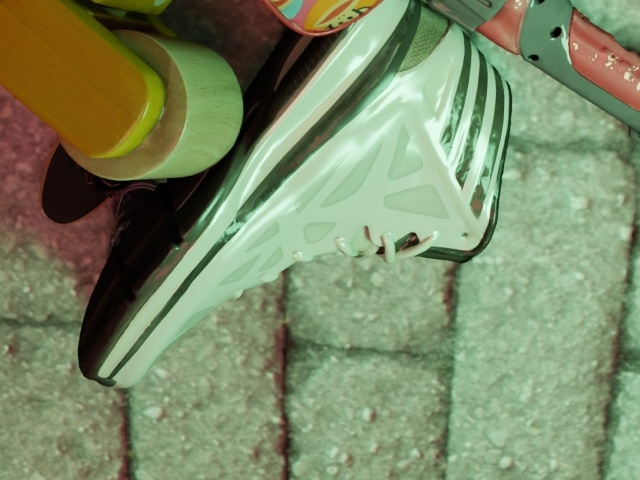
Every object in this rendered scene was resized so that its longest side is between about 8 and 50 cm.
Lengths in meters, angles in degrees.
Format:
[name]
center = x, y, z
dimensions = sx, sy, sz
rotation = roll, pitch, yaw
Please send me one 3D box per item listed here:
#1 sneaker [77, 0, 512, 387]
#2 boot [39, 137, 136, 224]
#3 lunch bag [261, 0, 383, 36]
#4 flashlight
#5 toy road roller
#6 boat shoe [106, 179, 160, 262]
[sneaker]
center = 0.000, 0.000, 1.520
dimensions = 0.257, 0.169, 0.447
rotation = 37, 100, -20
[boot]
center = -0.205, -0.061, 1.565
dimensions = 0.077, 0.137, 0.198
rotation = 32, 122, -14
[lunch bag]
center = 0.019, -0.319, 1.293
dimensions = 0.293, 0.120, 0.258
rotation = -39, 136, 7
[flashlight]
center = 0.238, -0.166, 1.472
dimensions = 0.304, 0.103, 0.103
rotation = 29, 93, -15
[toy road roller]
center = -0.172, -0.225, 1.381
dimensions = 0.329, 0.202, 0.240
rotation = 43, 104, 10
[boat shoe]
center = -0.180, 0.037, 1.658
dimensions = 0.065, 0.083, 0.183
rotation = 7, 124, 1
